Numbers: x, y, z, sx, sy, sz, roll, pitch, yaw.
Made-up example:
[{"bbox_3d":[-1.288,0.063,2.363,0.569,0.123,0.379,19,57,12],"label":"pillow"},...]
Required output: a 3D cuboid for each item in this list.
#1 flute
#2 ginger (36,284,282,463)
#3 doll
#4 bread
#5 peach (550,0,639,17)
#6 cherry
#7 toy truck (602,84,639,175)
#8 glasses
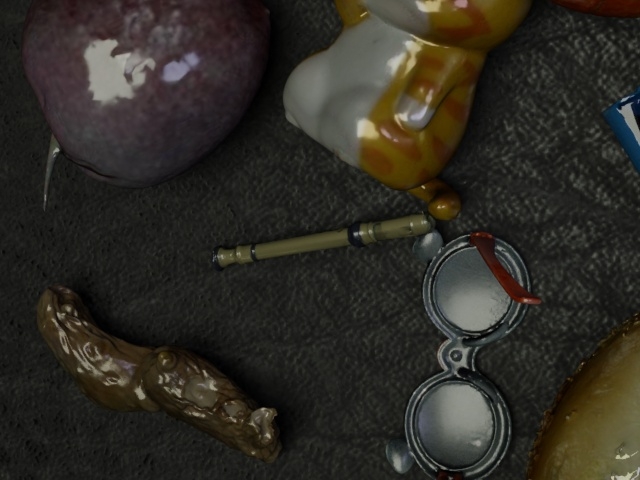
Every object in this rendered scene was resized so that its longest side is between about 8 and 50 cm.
[{"bbox_3d":[0.000,0.000,1.341,0.233,0.027,0.027,-10,93,29],"label":"flute"},{"bbox_3d":[-0.165,0.136,1.398,0.290,0.122,0.084,25,72,19],"label":"ginger"},{"bbox_3d":[0.081,-0.168,1.240,0.167,0.162,0.269,40,116,38],"label":"doll"},{"bbox_3d":[0.276,0.189,1.154,0.159,0.305,0.305,14,102,48],"label":"bread"},{"bbox_3d":[0.247,-0.300,1.090,0.275,0.245,0.248,-22,69,1],"label":"peach"},{"bbox_3d":[-0.169,-0.159,1.321,0.266,0.183,0.213,-27,95,5],"label":"cherry"},{"bbox_3d":[0.404,-0.152,1.112,0.367,0.175,0.146,-31,87,21],"label":"toy truck"},{"bbox_3d":[0.116,0.109,1.204,0.118,0.268,0.234,9,92,6],"label":"glasses"}]
